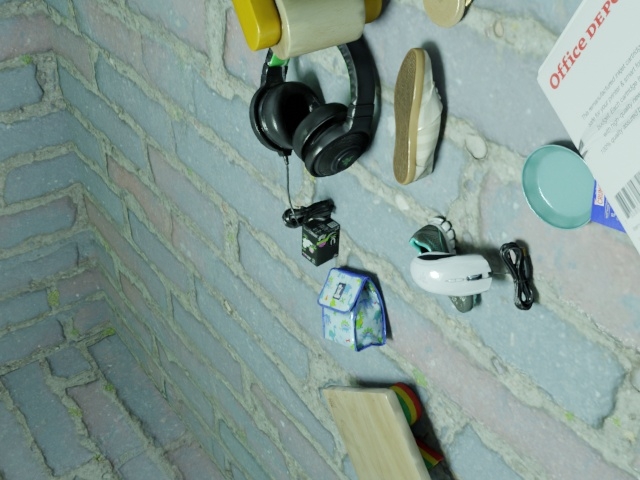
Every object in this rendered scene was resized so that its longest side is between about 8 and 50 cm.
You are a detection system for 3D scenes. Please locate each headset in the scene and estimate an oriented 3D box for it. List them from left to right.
[{"bbox_3d":[-0.004,-0.203,1.284,0.243,0.185,0.394,34,123,36],"label":"headset"}]

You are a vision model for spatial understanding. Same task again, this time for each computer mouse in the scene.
[{"bbox_3d":[0.225,0.057,1.083,0.193,0.042,0.106,-3,112,28],"label":"computer mouse"}]

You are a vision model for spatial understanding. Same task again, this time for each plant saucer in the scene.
[{"bbox_3d":[0.321,-0.072,0.934,0.119,0.021,0.119,36,138,41],"label":"plant saucer"}]

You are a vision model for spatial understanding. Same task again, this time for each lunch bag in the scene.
[{"bbox_3d":[0.062,0.136,1.430,0.129,0.096,0.151,13,107,57],"label":"lunch bag"}]

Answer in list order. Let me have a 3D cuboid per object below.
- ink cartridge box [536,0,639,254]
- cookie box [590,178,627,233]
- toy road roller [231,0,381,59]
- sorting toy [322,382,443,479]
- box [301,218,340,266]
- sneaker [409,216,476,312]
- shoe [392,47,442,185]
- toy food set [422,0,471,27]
[{"bbox_3d":[0.351,-0.125,0.677,0.198,0.115,0.272,110,143,-60],"label":"ink cartridge box"},{"bbox_3d":[0.381,-0.053,0.835,0.107,0.040,0.091,29,135,45],"label":"cookie box"},{"bbox_3d":[-0.068,-0.435,1.125,0.329,0.203,0.240,70,162,3],"label":"toy road roller"},{"bbox_3d":[0.146,0.417,1.495,0.255,0.089,0.257,-17,96,60],"label":"sorting toy"},{"bbox_3d":[0.000,0.000,1.451,0.052,0.062,0.083,38,140,36],"label":"box"},{"bbox_3d":[0.197,0.049,1.163,0.065,0.076,0.166,-27,88,61],"label":"sneaker"},{"bbox_3d":[0.152,-0.191,1.092,0.076,0.058,0.219,-122,28,-54],"label":"shoe"},{"bbox_3d":[0.173,-0.339,0.978,0.082,0.020,0.083,51,147,24],"label":"toy food set"}]
